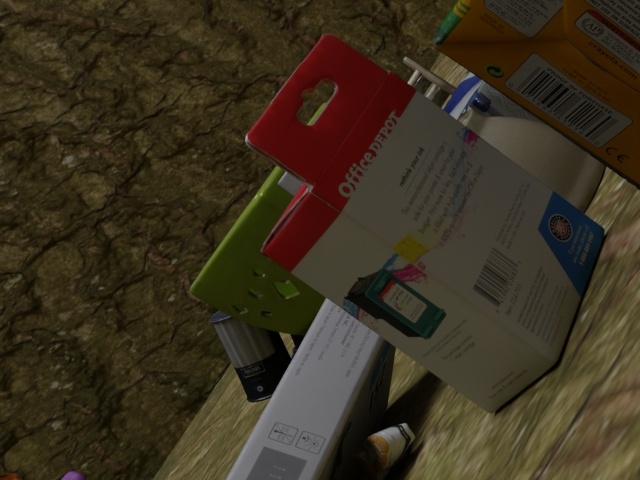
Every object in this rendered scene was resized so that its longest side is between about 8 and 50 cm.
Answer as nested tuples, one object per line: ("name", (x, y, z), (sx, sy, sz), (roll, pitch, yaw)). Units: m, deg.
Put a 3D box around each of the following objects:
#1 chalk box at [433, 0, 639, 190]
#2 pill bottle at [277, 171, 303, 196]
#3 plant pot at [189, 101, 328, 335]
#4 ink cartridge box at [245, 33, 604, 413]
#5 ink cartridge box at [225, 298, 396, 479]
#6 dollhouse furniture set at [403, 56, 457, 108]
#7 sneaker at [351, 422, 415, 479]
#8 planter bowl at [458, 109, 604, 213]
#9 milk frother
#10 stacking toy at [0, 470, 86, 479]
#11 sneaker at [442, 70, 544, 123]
("chalk box", (0.232, -0.206, 0.711), (0.289, 0.180, 0.179), (-57, 4, -21))
("pill bottle", (0.055, -0.036, 1.259), (0.108, 0.193, 0.108), (-54, 4, 6))
("plant pot", (0.000, 0.000, 1.527), (0.228, 0.207, 0.227), (-51, 4, 44))
("ink cartridge box", (0.058, -0.014, 0.767), (0.078, 0.231, 0.134), (-50, 6, 47))
("ink cartridge box", (-0.017, 0.216, 0.947), (0.296, 0.066, 0.261), (-59, -20, -50))
("dollhouse furniture set", (0.130, -0.142, 1.755), (0.212, 0.161, 0.242), (-57, -27, 12))
("sneaker", (0.049, 0.163, 0.892), (0.037, 0.032, 0.083), (-25, -19, -25))
("planter bowl", (0.134, -0.036, 0.952), (0.162, 0.109, 0.162), (-54, 3, 4))
("milk frother", (-0.075, 0.141, 1.731), (0.129, 0.134, 0.143), (-23, 10, 4))
("stacking toy", (-0.249, 0.304, 1.203), (0.175, 0.302, 0.166), (-52, 5, 44))
("sneaker", (0.145, -0.071, 1.151), (0.315, 0.127, 0.182), (-45, 4, 23))
